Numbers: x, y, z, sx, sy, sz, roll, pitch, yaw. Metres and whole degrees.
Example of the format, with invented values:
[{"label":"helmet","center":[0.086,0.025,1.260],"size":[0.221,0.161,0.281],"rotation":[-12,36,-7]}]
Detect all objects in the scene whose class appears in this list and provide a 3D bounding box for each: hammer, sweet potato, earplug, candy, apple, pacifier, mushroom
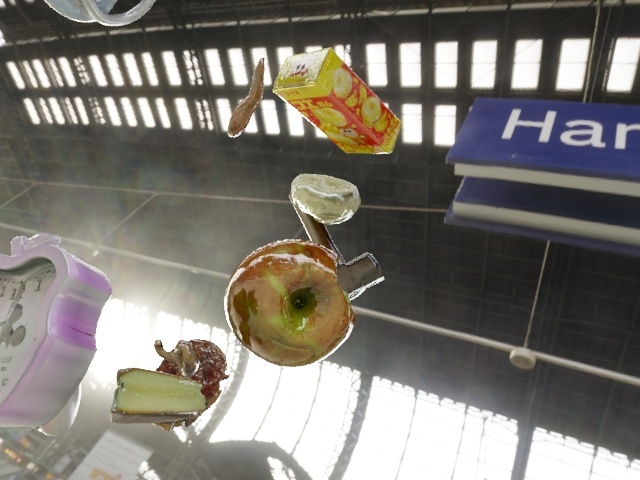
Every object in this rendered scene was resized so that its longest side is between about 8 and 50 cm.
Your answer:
[{"label":"hammer","center":[0.000,0.000,1.461],"size":[0.409,0.242,0.095],"rotation":[64,1,20]},{"label":"sweet potato","center":[-0.177,-0.356,1.209],"size":[0.050,0.050,0.214],"rotation":[29,-82,9]},{"label":"earplug","center":[-0.772,0.413,1.401],"size":[0.172,0.172,0.301],"rotation":[-12,-97,41]},{"label":"candy","center":[0.043,-0.292,1.054],"size":[0.146,0.088,0.276],"rotation":[12,-13,47]},{"label":"apple","center":[-0.059,0.115,0.929],"size":[0.246,0.246,0.226],"rotation":[47,-14,-13]},{"label":"pacifier","center":[-0.421,-0.525,0.876],"size":[0.207,0.279,0.227],"rotation":[29,-26,21]},{"label":"mushroom","center":[-0.347,0.275,1.182],"size":[0.129,0.073,0.088],"rotation":[49,-17,-23]}]

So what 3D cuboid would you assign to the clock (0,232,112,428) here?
[{"label":"clock","center":[-0.521,0.151,0.821],"size":[0.338,0.338,0.102],"rotation":[8,-21,29]}]

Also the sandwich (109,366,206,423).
[{"label":"sandwich","center":[-0.320,0.292,0.898],"size":[0.088,0.090,0.244],"rotation":[-17,-26,19]}]

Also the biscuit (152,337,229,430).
[{"label":"biscuit","center":[-0.471,0.508,1.704],"size":[0.289,0.334,0.081],"rotation":[30,-23,33]}]

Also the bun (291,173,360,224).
[{"label":"bun","center":[0.010,-0.110,1.389],"size":[0.222,0.222,0.127],"rotation":[19,-63,19]}]
